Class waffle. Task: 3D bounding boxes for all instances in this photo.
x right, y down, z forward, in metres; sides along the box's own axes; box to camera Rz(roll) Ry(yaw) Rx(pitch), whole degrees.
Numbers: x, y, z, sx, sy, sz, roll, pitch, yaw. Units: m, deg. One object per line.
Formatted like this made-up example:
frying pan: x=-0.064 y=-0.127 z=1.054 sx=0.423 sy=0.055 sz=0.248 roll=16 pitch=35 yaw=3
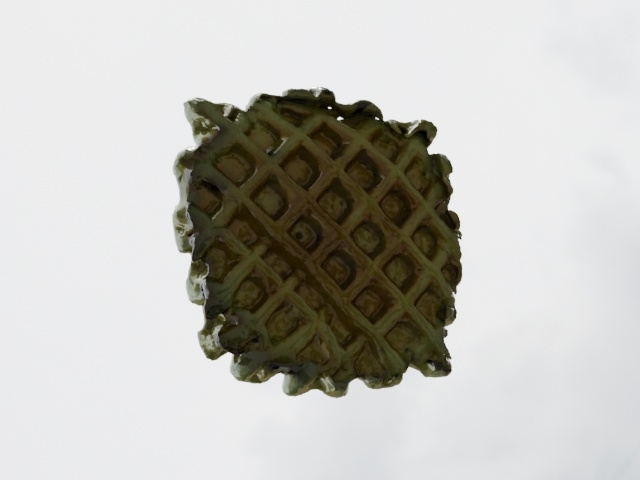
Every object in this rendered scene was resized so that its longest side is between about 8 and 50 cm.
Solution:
waffle: x=0.000 y=0.000 z=1.322 sx=0.208 sy=0.054 sz=0.214 roll=3 pitch=-99 yaw=-22
